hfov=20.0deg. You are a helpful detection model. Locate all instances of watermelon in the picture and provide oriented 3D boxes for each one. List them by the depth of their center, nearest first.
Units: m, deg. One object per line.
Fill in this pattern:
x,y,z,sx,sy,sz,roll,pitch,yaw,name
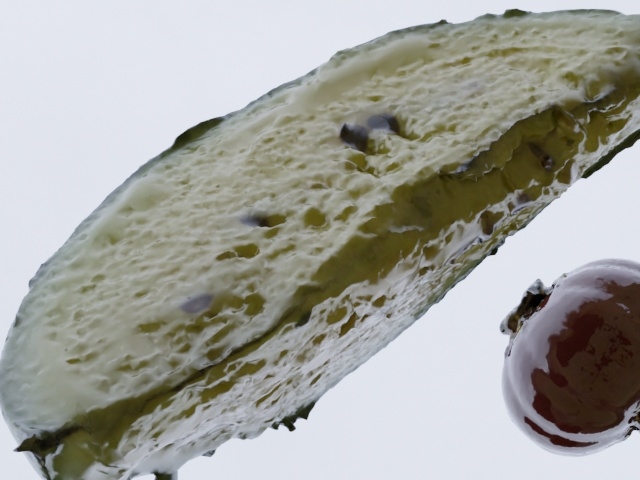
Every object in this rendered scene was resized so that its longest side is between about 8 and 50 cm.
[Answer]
0.000,0.000,0.679,0.301,0.129,0.123,-34,-84,-24,watermelon

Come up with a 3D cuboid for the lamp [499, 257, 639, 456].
0.129,0.055,0.860,0.090,0.101,0.101,35,-92,10,lamp
